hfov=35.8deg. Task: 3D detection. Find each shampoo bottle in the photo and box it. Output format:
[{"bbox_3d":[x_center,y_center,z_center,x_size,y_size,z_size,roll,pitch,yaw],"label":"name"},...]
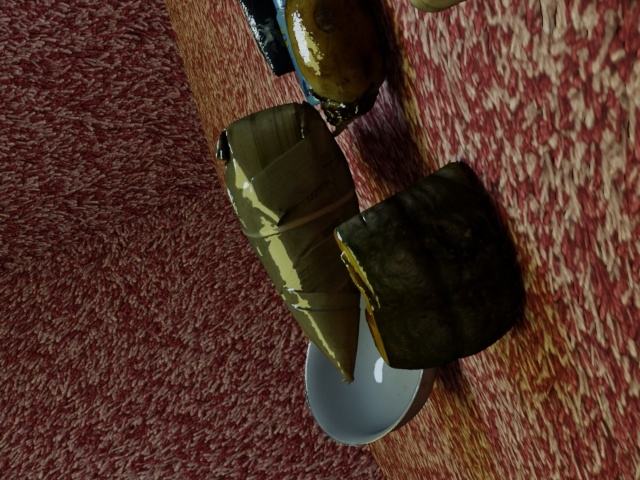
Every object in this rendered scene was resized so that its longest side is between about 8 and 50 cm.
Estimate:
[{"bbox_3d":[-0.038,-0.397,1.964,0.104,0.061,0.258,-145,34,-79],"label":"shampoo bottle"}]

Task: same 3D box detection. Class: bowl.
[{"bbox_3d":[0.135,0.260,2.044,0.345,0.157,0.345,-21,61,44],"label":"bowl"}]

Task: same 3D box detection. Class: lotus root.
[{"bbox_3d":[0.021,-0.328,1.573,0.169,0.141,0.314,-84,-25,-78],"label":"lotus root"}]

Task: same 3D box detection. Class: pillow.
[{"bbox_3d":[-0.097,-0.438,2.025,0.055,0.141,0.208,-19,95,42],"label":"pillow"}]

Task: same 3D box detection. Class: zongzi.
[{"bbox_3d":[-0.022,0.006,1.811,0.500,0.218,0.467,-19,-84,-86],"label":"zongzi"}]

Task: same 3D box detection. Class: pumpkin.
[{"bbox_3d":[0.160,0.051,1.496,0.303,0.225,0.256,65,175,-21],"label":"pumpkin"}]

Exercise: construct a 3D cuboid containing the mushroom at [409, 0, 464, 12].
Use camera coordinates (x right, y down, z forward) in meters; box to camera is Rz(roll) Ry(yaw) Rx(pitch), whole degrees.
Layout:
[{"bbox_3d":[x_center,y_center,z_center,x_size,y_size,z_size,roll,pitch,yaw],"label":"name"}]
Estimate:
[{"bbox_3d":[0.093,-0.333,0.956,0.260,0.234,0.254,84,164,-59],"label":"mushroom"}]
